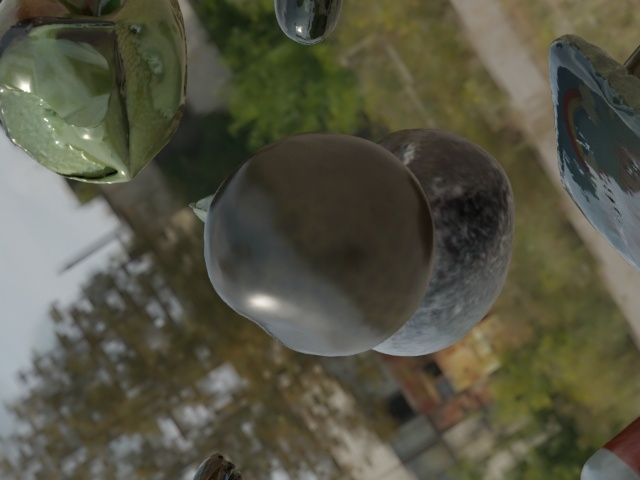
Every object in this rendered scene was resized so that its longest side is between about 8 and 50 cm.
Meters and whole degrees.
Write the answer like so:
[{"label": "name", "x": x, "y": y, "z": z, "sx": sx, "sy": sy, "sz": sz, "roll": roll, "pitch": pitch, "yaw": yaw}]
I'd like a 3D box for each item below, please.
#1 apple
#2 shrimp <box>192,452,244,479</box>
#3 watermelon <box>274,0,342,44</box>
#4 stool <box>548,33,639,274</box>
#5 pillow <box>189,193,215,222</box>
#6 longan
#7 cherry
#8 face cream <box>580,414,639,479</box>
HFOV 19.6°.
[{"label": "apple", "x": -0.227, "y": -0.169, "z": 1.794, "sx": 0.174, "sy": 0.207, "sz": 0.188, "roll": 39, "pitch": 146, "yaw": 35}, {"label": "shrimp", "x": -0.281, "y": 0.445, "z": 2.462, "sx": 0.221, "sy": 0.446, "sz": 0.110, "roll": 52, "pitch": 180, "yaw": 26}, {"label": "watermelon", "x": -0.013, "y": -0.267, "z": 2.055, "sx": 0.078, "sy": 0.078, "sz": 0.110, "roll": -117, "pitch": 29, "yaw": -55}, {"label": "stool", "x": 0.410, "y": -0.094, "z": 1.916, "sx": 0.310, "sy": 0.226, "sz": 0.310, "roll": 48, "pitch": 165, "yaw": 31}, {"label": "pillow", "x": -0.004, "y": -0.026, "z": 2.480, "sx": 0.185, "sy": 0.302, "sz": 0.075, "roll": 17, "pitch": 102, "yaw": 62}, {"label": "longan", "x": 0.000, "y": 0.000, "z": 1.617, "sx": 0.212, "sy": 0.198, "sz": 0.198, "roll": 21, "pitch": -162, "yaw": -19}, {"label": "cherry", "x": 0.108, "y": 0.004, "z": 2.087, "sx": 0.218, "sy": 0.255, "sz": 0.296, "roll": 23, "pitch": -147, "yaw": 5}, {"label": "face cream", "x": 0.289, "y": 0.162, "z": 1.133, "sx": 0.201, "sy": 0.187, "sz": 0.201, "roll": 51, "pitch": 177, "yaw": 4}]
